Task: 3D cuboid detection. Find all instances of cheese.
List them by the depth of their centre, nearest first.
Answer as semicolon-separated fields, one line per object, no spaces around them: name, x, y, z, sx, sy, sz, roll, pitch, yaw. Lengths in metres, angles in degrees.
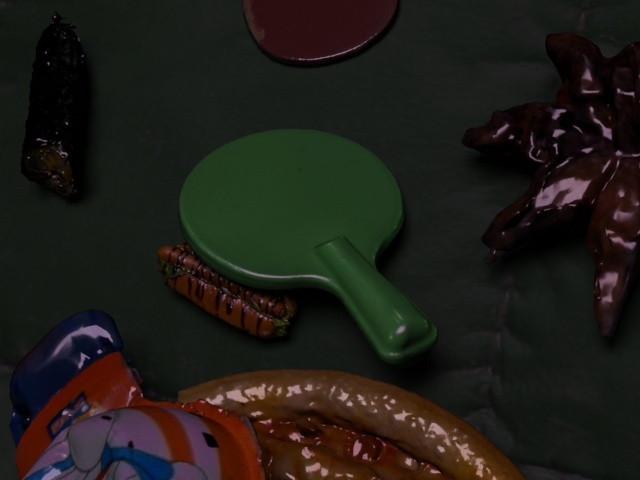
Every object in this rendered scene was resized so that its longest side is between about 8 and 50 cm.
cheese;-0.127;0.163;0.818;0.217;0.129;0.329;-44;36;7

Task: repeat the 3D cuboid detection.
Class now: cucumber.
cucumber;-0.213;-0.111;1.101;0.053;0.053;0.181;-11;51;8

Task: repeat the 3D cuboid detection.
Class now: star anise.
star anise;0.222;-0.066;0.909;0.272;0.102;0.272;-7;57;10

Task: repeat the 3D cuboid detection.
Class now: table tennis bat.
table tennis bat;0.000;0.000;0.950;0.160;0.039;0.257;-22;45;-19
table tennis bat;-0.011;-0.236;1.152;0.131;0.022;0.234;-18;53;3

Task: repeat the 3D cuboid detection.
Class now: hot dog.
hot dog;-0.067;0.031;0.961;0.122;0.037;0.049;24;61;27

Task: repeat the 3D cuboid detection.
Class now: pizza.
pizza;0.020;0.148;0.839;0.271;0.056;0.134;28;64;30
